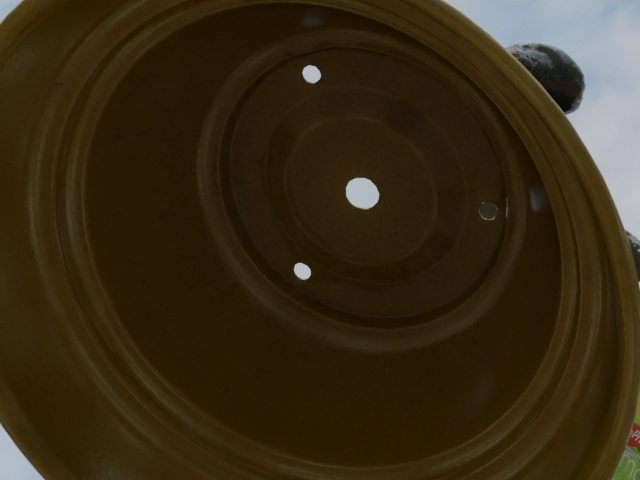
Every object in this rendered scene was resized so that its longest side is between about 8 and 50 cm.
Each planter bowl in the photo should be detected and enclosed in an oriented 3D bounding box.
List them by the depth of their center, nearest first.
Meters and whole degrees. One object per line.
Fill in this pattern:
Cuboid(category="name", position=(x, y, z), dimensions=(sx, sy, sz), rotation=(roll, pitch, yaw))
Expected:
Cuboid(category="planter bowl", position=(0.000, 0.000, 0.585), dimensions=(0.217, 0.090, 0.217), rotation=(10, -62, 19))

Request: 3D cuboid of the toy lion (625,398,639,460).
Cuboid(category="toy lion", position=(0.143, 0.054, 0.702), dimensions=(0.034, 0.096, 0.100), rotation=(46, -7, -39))

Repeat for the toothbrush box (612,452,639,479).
Cuboid(category="toothbrush box", position=(0.279, 0.092, 1.012), dimensions=(0.122, 0.206, 0.283), rotation=(10, -68, -27))

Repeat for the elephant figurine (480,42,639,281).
Cuboid(category="elephant figurine", position=(0.113, -0.070, 1.385), dimensions=(0.186, 0.169, 0.239), rotation=(-23, -50, -6))
